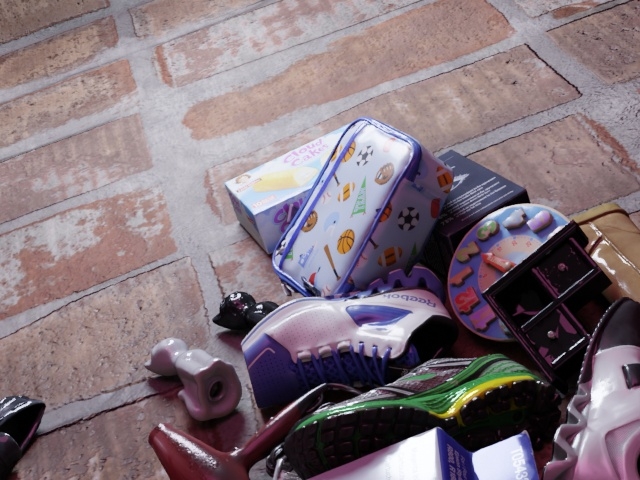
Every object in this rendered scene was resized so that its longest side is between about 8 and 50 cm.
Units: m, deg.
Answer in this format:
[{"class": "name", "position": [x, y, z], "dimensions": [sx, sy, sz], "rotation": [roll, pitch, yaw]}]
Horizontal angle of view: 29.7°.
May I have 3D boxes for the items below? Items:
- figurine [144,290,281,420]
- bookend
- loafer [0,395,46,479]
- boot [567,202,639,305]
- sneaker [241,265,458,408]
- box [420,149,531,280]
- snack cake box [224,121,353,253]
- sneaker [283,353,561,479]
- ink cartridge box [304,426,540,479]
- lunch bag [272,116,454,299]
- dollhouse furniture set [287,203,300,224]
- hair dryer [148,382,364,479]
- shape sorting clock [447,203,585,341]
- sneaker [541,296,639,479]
[{"class": "figurine", "position": [-0.147, 0.159, 1.798], "dimensions": [0.215, 0.092, 0.209], "rotation": [-33, 27, -20]}, {"class": "bookend", "position": [0.321, 0.087, 1.561], "dimensions": [0.156, 0.072, 0.157], "rotation": [-40, 59, 9]}, {"class": "loafer", "position": [-0.472, 0.303, 1.740], "dimensions": [0.078, 0.076, 0.223], "rotation": [-11, 28, 26]}, {"class": "boot", "position": [0.392, 0.065, 1.652], "dimensions": [0.236, 0.089, 0.269], "rotation": [-29, 37, -3]}, {"class": "sneaker", "position": [0.055, 0.152, 1.653], "dimensions": [0.315, 0.127, 0.182], "rotation": [-22, 30, -8]}, {"class": "box", "position": [0.212, -0.036, 1.874], "dimensions": [0.153, 0.108, 0.207], "rotation": [-29, 33, -16]}, {"class": "snack cake box", "position": [-0.015, -0.094, 2.095], "dimensions": [0.264, 0.089, 0.152], "rotation": [-26, 34, -13]}, {"class": "sneaker", "position": [0.118, 0.229, 1.510], "dimensions": [0.343, 0.134, 0.146], "rotation": [-10, 20, -15]}, {"class": "ink cartridge box", "position": [0.082, 0.344, 1.277], "dimensions": [0.330, 0.071, 0.324], "rotation": [-26, 27, 14]}, {"class": "lunch bag", "position": [0.053, -0.029, 1.825], "dimensions": [0.303, 0.115, 0.243], "rotation": [-58, 35, 4]}, {"class": "dollhouse furniture set", "position": [0.000, 0.000, 1.974], "dimensions": [0.081, 0.091, 0.114], "rotation": [-14, 57, 43]}, {"class": "hair dryer", "position": [-0.086, 0.285, 1.568], "dimensions": [0.293, 0.080, 0.224], "rotation": [4, 41, 9]}, {"class": "shape sorting clock", "position": [0.269, 0.042, 1.674], "dimensions": [0.206, 0.040, 0.206], "rotation": [-17, 59, 32]}, {"class": "sneaker", "position": [0.373, 0.206, 1.436], "dimensions": [0.146, 0.122, 0.331], "rotation": [10, 46, 22]}]
